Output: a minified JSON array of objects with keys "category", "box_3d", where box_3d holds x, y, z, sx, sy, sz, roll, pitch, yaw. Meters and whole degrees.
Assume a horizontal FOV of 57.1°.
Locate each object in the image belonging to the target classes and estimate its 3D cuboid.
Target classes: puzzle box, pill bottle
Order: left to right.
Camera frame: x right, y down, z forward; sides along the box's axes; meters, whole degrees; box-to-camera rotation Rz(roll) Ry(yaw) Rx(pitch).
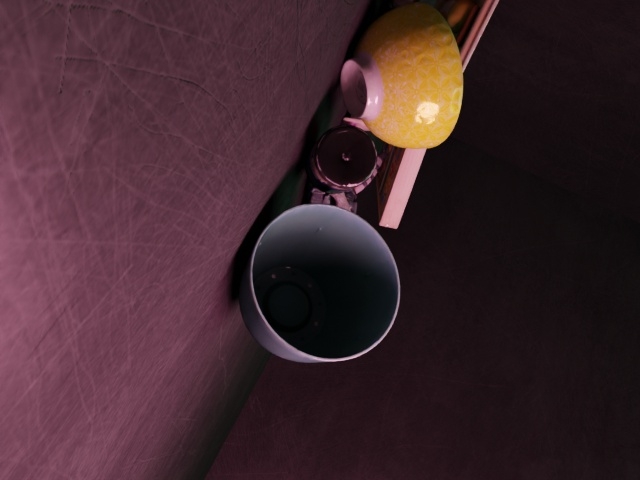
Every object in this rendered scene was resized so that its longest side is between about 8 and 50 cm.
[{"category":"pill bottle","box_3d":[0.033,-0.158,1.204,0.122,0.123,0.219,-64,-172,-3]},{"category":"puzzle box","box_3d":[0.221,-0.268,1.517,0.272,0.052,0.408,-88,-170,-51]}]

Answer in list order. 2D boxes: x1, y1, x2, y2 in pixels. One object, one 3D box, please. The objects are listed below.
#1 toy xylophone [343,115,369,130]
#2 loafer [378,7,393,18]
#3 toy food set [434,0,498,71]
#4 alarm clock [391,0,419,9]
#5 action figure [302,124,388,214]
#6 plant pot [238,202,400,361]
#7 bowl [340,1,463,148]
[{"category":"toy xylophone","box_3d":[0.161,-0.429,1.509,0.322,0.081,0.236,-63,170,-4]},{"category":"loafer","box_3d":[0.164,-0.501,1.364,0.148,0.056,0.050,-42,161,-51]},{"category":"toy food set","box_3d":[0.254,-0.471,1.264,0.306,0.092,0.220,-63,-153,5]},{"category":"alarm clock","box_3d":[0.200,-0.570,1.294,0.192,0.064,0.129,-60,175,-73]},{"category":"action figure","box_3d":[0.055,-0.119,1.490,0.341,0.179,0.330,112,-5,-73]},{"category":"plant pot","box_3d":[-0.027,0.104,1.157,0.293,0.293,0.235,-62,-170,-27]},{"category":"bowl","box_3d":[0.133,-0.314,1.171,0.156,0.289,0.289,-14,152,-21]}]
